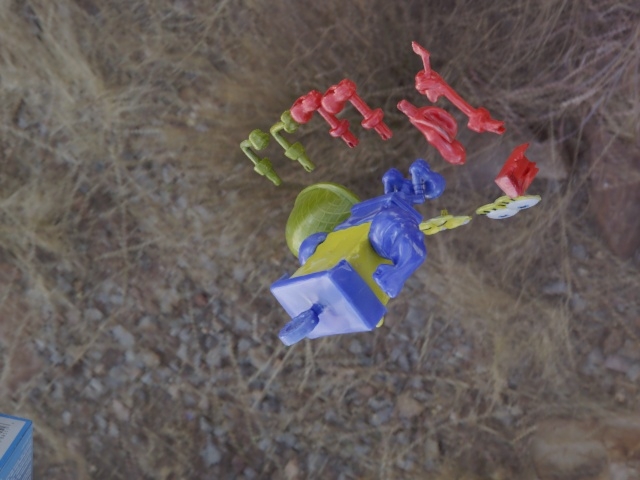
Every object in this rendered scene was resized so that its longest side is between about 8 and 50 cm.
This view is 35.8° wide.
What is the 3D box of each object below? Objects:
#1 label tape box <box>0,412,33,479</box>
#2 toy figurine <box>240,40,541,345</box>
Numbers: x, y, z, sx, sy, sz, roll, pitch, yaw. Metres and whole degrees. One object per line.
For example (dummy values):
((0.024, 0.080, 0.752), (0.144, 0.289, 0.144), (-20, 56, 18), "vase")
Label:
((-0.551, 0.481, 1.582), (0.105, 0.241, 0.334), (10, 116, 4), "label tape box")
((0.000, 0.000, 0.905), (0.191, 0.217, 0.362), (46, 151, -19), "toy figurine")
